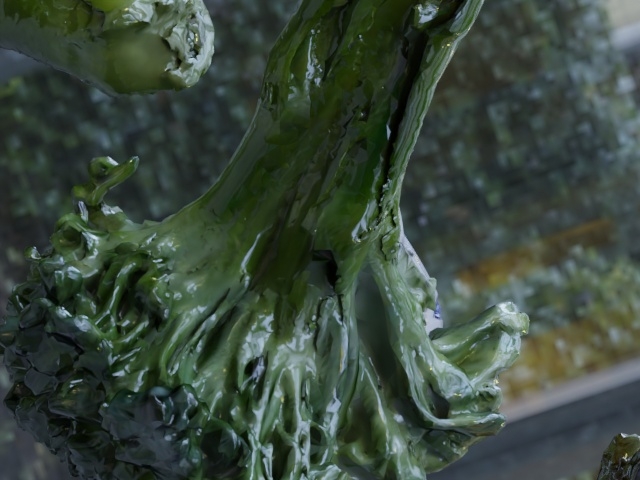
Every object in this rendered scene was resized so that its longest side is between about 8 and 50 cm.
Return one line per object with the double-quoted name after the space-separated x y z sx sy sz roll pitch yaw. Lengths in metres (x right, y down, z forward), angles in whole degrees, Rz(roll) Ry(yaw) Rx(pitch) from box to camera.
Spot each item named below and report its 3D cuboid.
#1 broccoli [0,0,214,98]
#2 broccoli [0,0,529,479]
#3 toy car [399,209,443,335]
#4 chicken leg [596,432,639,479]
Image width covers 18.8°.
-0.159 -0.129 0.857 0.304 0.165 0.145 27 -53 41 "broccoli"
0.012 0.014 0.737 0.198 0.275 0.177 38 22 -18 "broccoli"
0.042 0.063 1.472 0.089 0.108 0.209 109 -6 -76 "toy car"
0.144 0.255 0.820 0.211 0.140 0.361 -2 -87 56 "chicken leg"
